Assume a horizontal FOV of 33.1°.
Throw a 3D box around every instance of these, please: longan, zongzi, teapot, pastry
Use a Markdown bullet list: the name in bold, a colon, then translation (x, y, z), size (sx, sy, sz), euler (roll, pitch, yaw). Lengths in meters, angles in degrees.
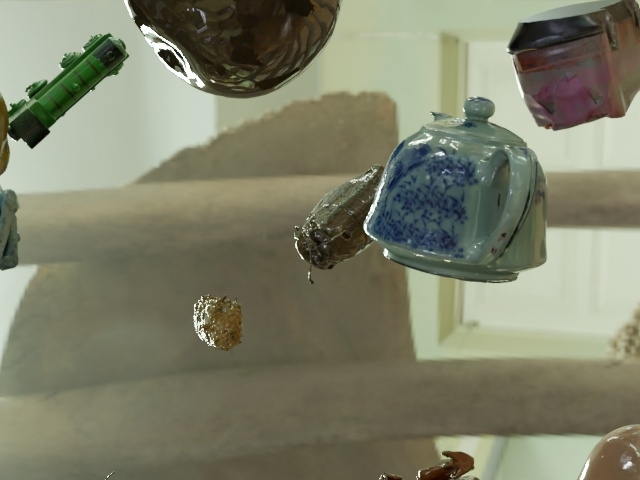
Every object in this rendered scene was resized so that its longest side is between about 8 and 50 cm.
- **longan**: translation (-0.118, -0.339, 1.454), size (0.350, 0.288, 0.289), euler (41, -125, -60)
- **zongzi**: translation (0.000, 0.000, 1.800), size (0.111, 0.241, 0.247), euler (52, -134, -3)
- **teapot**: translation (0.123, -0.048, 0.901), size (0.232, 0.158, 0.159), euler (-132, 40, -73)
- **pastry**: translation (-0.145, 0.116, 1.529), size (0.140, 0.056, 0.080), euler (163, 109, -74)

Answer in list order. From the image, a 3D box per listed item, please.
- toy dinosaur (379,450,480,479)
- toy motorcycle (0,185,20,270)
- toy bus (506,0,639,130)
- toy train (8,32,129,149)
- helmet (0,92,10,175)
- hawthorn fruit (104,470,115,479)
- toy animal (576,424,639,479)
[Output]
- **toy dinosaur**: translation (0.183, 0.365, 1.527), size (0.432, 0.208, 0.097), euler (6, -119, -40)
- **toy motorcycle**: translation (-0.676, -0.059, 2.088), size (0.206, 0.154, 0.260), euler (-47, -58, -69)
- **toy bus**: translation (0.344, -0.235, 1.400), size (0.302, 0.127, 0.147), euler (-35, -67, -59)
- **toy train**: translation (-0.422, -0.254, 1.799), size (0.251, 0.119, 0.085), euler (-43, -68, -6)
- **helmet**: translation (-0.568, -0.210, 1.672), size (0.140, 0.205, 0.257), euler (-58, 34, 34)
- **hawthorn fruit**: translation (-0.338, 0.417, 1.523), size (0.149, 0.149, 0.189), euler (-46, -53, -62)
- **toy animal**: translation (0.318, 0.327, 1.004), size (0.269, 0.237, 0.326), euler (-40, 13, 50)
